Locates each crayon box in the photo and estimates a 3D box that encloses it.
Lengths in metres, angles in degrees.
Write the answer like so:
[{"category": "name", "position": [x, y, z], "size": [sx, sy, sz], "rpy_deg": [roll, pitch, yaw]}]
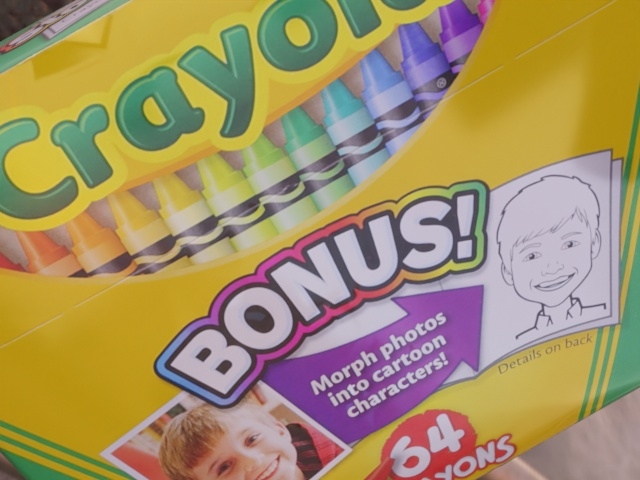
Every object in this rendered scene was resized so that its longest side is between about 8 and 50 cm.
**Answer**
[{"category": "crayon box", "position": [0.000, 0.000, 0.434], "size": [0.313, 0.363, 0.106], "rpy_deg": [60, 0, -29]}]
